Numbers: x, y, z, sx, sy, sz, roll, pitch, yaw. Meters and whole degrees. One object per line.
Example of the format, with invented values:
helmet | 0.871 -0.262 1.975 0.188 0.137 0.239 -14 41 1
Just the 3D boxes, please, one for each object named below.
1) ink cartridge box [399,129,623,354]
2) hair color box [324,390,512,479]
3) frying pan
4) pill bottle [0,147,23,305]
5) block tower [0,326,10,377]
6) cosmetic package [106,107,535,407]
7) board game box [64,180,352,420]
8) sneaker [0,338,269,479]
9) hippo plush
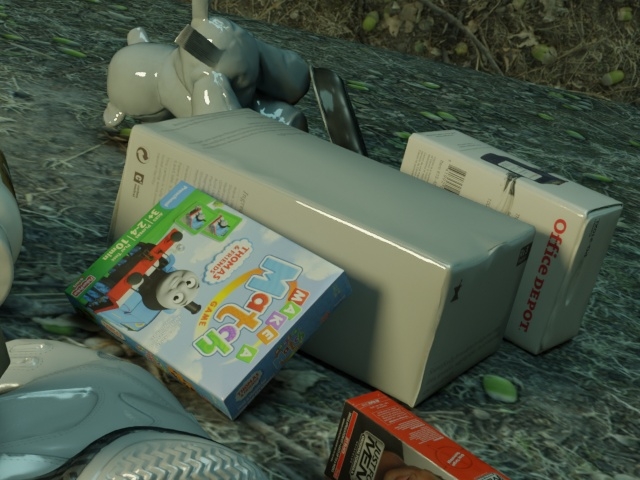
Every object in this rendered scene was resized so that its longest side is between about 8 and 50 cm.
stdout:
ink cartridge box | 0.197 -0.004 1.287 0.237 0.172 0.100 29 25 33
hair color box | 0.073 0.181 0.864 0.141 0.072 0.043 30 24 36
frying pan | 0.029 -0.123 1.466 0.053 0.197 0.326 -18 20 4
pill bottle | -0.338 -0.019 1.022 0.131 0.131 0.229 6 22 -23
block tower | -0.336 0.072 0.569 0.335 0.097 0.091 -14 7 -8
cosmetic package | 0.000 0.000 1.175 0.385 0.156 0.217 27 24 27
board game box | -0.103 0.046 1.021 0.211 0.039 0.160 29 63 32
sneaker | -0.220 0.155 0.663 0.366 0.137 0.210 -2 14 -18
hippo plush | -0.178 -0.178 1.493 0.236 0.234 0.294 -5 -26 33
